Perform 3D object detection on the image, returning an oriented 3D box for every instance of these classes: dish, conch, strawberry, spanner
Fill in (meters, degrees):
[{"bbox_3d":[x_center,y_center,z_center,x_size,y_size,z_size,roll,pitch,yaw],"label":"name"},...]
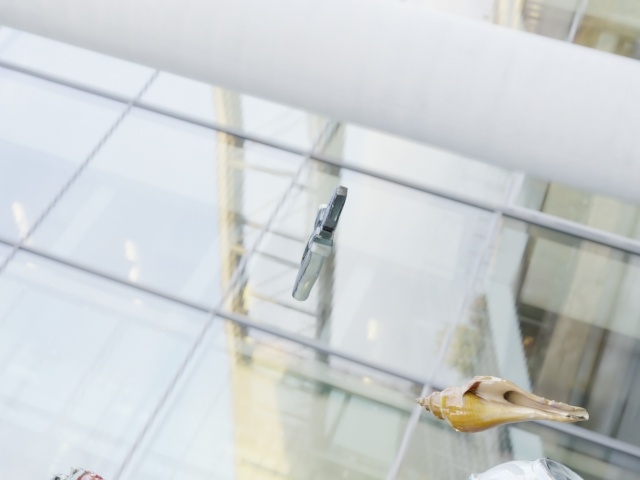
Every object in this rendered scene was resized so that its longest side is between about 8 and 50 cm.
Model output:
[{"bbox_3d":[0.310,0.345,1.411,0.078,0.246,0.224,-56,-8,11],"label":"dish"},{"bbox_3d":[0.343,0.316,2.138,0.093,0.330,0.109,30,-118,-76],"label":"conch"},{"bbox_3d":[-0.446,0.496,2.082,0.131,0.131,0.148,-58,-41,-47],"label":"strawberry"},{"bbox_3d":[0.000,0.000,1.827,0.325,0.040,0.095,113,171,-59],"label":"spanner"}]
